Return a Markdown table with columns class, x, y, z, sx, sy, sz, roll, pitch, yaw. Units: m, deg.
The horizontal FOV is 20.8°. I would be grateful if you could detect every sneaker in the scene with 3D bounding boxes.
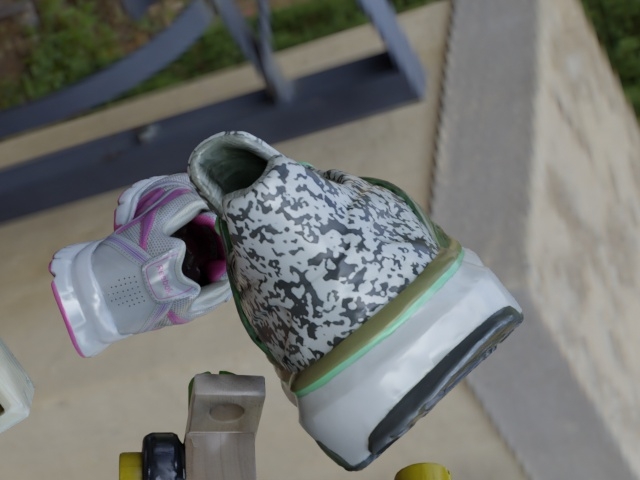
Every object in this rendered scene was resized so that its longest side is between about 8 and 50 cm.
| class | x | y | z | sx | sy | sz | roll | pitch | yaw |
| --- | --- | --- | --- | --- | --- | --- | --- | --- | --- |
| sneaker | -0.103 | 0.010 | 1.321 | 0.252 | 0.111 | 0.103 | -55 | 128 | -64 |
| sneaker | 0.000 | 0.000 | 1.045 | 0.182 | 0.158 | 0.410 | 52 | -5 | -6 |

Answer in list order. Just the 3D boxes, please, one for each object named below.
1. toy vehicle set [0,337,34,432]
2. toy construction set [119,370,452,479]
| class | x | y | z | sx | sy | sz | roll | pitch | yaw |
| --- | --- | --- | --- | --- | --- | --- | --- | --- | --- |
| toy vehicle set | -0.278 | 0.071 | 0.744 | 0.166 | 0.267 | 0.035 | 56 | 7 | -17 |
| toy construction set | 0.012 | 0.198 | 1.012 | 0.309 | 0.258 | 0.237 | 61 | 12 | -50 |
